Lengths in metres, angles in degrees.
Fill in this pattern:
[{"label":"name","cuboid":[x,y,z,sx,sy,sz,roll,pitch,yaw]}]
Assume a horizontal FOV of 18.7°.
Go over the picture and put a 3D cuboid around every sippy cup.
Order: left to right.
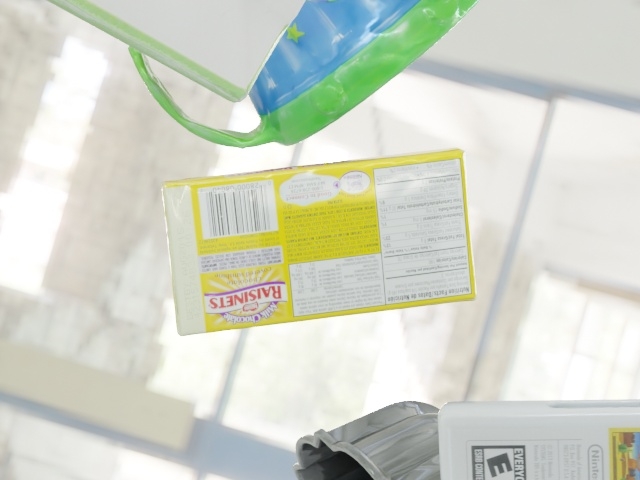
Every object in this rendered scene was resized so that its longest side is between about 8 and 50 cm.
[{"label":"sippy cup","cuboid":[-0.012,-0.234,1.623,0.224,0.305,0.240,50,-32,-9]}]

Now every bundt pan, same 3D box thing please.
[{"label":"bundt pan","cuboid":[0.119,0.283,1.738,0.331,0.124,0.331,49,-22,28]}]

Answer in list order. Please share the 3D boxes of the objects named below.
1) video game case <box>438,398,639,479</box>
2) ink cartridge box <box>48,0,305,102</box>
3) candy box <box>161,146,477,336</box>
[{"label":"video game case","cuboid":[0.165,0.187,0.947,0.206,0.227,0.026,-2,12,8]},{"label":"ink cartridge box","cuboid":[-0.165,-0.184,0.526,0.353,0.119,0.207,32,3,31]},{"label":"candy box","cuboid":[0.000,0.000,1.311,0.206,0.105,0.027,-6,13,-8]}]
